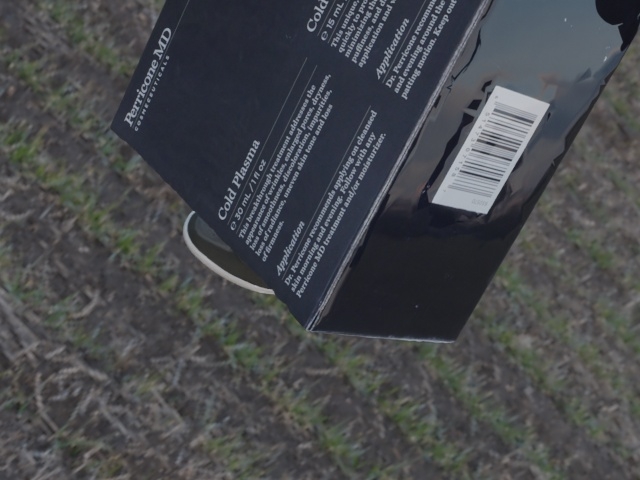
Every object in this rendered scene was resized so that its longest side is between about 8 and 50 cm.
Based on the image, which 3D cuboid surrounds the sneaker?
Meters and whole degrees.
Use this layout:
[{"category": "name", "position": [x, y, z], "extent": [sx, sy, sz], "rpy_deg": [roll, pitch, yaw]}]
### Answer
[{"category": "sneaker", "position": [0.000, 0.000, 1.136], "extent": [0.295, 0.147, 0.104], "rpy_deg": [16, 71, 7]}]

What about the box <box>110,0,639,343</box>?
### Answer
[{"category": "box", "position": [0.037, -0.148, 0.902], "extent": [0.179, 0.343, 0.312], "rpy_deg": [9, 26, -46]}]
